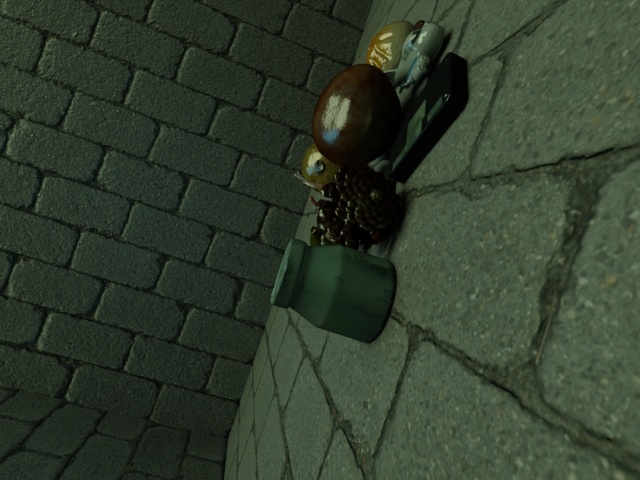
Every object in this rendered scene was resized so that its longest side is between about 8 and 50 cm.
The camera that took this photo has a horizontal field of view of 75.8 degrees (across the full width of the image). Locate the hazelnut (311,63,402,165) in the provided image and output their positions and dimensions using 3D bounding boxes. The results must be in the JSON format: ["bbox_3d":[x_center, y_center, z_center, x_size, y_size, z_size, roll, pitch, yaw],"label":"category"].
[{"bbox_3d":[0.135,-0.438,1.475,0.366,0.365,0.367,-161,90,-80],"label":"hazelnut"}]

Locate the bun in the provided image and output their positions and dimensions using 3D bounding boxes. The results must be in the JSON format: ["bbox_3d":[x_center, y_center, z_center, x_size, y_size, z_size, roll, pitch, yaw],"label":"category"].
[{"bbox_3d":[0.283,-0.800,1.777,0.299,0.164,0.299,-162,90,-81],"label":"bun"}]

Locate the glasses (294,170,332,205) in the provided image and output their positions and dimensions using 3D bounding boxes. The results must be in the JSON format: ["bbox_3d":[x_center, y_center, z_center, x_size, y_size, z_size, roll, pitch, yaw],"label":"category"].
[{"bbox_3d":[0.010,-0.154,1.668,0.118,0.268,0.234,-59,-33,-16],"label":"glasses"}]

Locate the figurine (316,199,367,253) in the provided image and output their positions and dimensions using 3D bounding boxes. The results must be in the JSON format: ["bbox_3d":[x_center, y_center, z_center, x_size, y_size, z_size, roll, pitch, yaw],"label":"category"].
[{"bbox_3d":[0.078,-0.024,1.449,0.167,0.192,0.257,87,-175,-65],"label":"figurine"}]

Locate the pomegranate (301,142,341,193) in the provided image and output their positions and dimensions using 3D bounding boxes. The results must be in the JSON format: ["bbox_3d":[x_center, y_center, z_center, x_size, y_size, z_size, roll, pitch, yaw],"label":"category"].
[{"bbox_3d":[0.052,-0.336,1.875,0.281,0.280,0.282,-161,90,-80],"label":"pomegranate"}]

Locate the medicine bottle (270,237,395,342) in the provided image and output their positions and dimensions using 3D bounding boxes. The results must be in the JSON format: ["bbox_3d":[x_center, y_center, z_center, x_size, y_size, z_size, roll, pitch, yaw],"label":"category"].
[{"bbox_3d":[0.025,0.127,1.138,0.245,0.289,0.245,-162,90,-80],"label":"medicine bottle"}]

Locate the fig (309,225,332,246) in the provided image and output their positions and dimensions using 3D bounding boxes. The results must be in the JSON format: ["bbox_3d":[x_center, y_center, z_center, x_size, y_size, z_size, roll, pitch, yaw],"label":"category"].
[{"bbox_3d":[0.000,0.000,1.625,0.259,0.151,0.152,11,-80,-59],"label":"fig"}]

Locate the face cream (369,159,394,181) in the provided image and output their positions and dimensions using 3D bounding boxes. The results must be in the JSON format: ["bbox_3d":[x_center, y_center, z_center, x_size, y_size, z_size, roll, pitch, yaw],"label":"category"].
[{"bbox_3d":[0.176,-0.192,1.492,0.336,0.080,0.163,-169,96,-80],"label":"face cream"}]

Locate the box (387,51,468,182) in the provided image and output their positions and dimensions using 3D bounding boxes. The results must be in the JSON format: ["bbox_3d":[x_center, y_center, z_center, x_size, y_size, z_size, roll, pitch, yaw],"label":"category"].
[{"bbox_3d":[0.298,-0.342,1.190,0.350,0.058,0.212,122,162,-54],"label":"box"}]

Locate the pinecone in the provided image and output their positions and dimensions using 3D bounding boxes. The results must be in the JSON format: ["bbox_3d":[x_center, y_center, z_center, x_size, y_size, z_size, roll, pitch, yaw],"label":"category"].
[{"bbox_3d":[0.103,-0.084,1.240,0.264,0.263,0.265,-161,90,-80],"label":"pinecone"}]

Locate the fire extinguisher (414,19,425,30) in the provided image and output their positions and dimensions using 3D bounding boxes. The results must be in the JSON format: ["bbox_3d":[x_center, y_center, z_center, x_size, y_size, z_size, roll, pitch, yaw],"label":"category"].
[{"bbox_3d":[0.383,-0.770,1.524,0.062,0.050,0.177,-23,36,22],"label":"fire extinguisher"}]

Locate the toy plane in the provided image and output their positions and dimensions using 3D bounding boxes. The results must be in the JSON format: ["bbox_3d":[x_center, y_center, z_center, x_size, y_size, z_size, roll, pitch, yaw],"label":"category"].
[{"bbox_3d":[0.319,-0.618,1.390,0.267,0.122,0.267,-161,90,-77],"label":"toy plane"}]
